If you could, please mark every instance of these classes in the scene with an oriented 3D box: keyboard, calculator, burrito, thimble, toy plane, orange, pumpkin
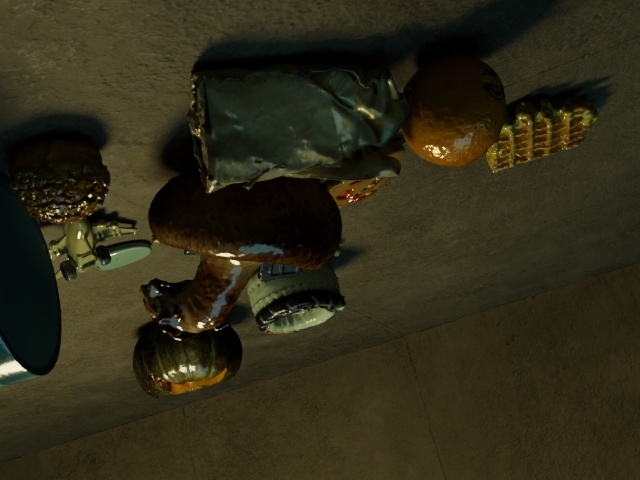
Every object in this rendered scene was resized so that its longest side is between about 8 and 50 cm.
[{"bbox_3d":[-0.067,-0.028,1.833,0.106,0.016,0.262,-8,128,-25],"label":"keyboard"},{"bbox_3d":[-0.430,0.035,1.947,0.153,0.021,0.095,-18,162,1],"label":"calculator"},{"bbox_3d":[-0.035,-0.177,1.414,0.332,0.190,0.135,-6,-164,-18],"label":"burrito"},{"bbox_3d":[-0.063,0.141,2.371,0.237,0.150,0.237,-14,161,-5],"label":"thimble"},{"bbox_3d":[-0.453,0.009,1.741,0.242,0.104,0.256,-24,174,-22],"label":"toy plane"},{"bbox_3d":[0.208,-0.207,1.462,0.155,0.177,0.177,2,156,-42],"label":"orange"},{"bbox_3d":[-0.373,0.323,2.605,0.320,0.192,0.320,-12,165,-3],"label":"pumpkin"}]

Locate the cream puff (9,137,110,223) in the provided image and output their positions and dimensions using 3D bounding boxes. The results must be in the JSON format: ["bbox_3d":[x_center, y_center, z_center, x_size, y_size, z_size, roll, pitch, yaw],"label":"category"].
[{"bbox_3d":[-0.402,-0.086,1.437,0.165,0.115,0.150,5,150,-45],"label":"cream puff"}]

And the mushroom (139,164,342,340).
[{"bbox_3d":[-0.152,0.011,1.609,0.334,0.356,0.331,15,164,37],"label":"mushroom"}]

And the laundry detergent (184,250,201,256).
[{"bbox_3d":[-0.151,0.003,1.931,0.281,0.105,0.215,-10,158,-20],"label":"laundry detergent"}]

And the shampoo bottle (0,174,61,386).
[{"bbox_3d":[-0.630,0.091,1.448,0.343,0.331,0.331,-13,163,2],"label":"shampoo bottle"}]

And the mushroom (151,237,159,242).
[{"bbox_3d":[-0.302,-0.005,1.932,0.101,0.019,0.049,-3,159,-27],"label":"mushroom"}]

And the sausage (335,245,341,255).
[{"bbox_3d":[0.000,0.000,2.169,0.033,0.032,0.269,-19,162,15],"label":"sausage"}]

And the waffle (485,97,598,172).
[{"bbox_3d":[0.426,-0.221,1.793,0.229,0.057,0.219,-18,162,9],"label":"waffle"}]

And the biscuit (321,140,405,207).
[{"bbox_3d":[0.078,-0.112,1.814,0.212,0.041,0.239,-33,166,4],"label":"biscuit"}]
